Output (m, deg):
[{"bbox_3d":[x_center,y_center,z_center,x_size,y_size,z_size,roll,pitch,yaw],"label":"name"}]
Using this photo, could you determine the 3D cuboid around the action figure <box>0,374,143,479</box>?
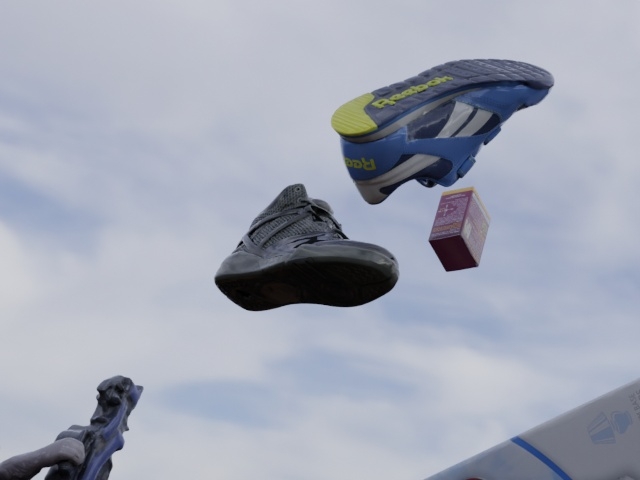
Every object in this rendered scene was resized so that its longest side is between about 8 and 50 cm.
[{"bbox_3d":[-0.313,0.225,1.544,0.178,0.341,0.330,-8,-56,30],"label":"action figure"}]

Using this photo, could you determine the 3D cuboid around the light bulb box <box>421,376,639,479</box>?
[{"bbox_3d":[0.322,0.379,1.878,0.361,0.358,0.225,-30,-17,24],"label":"light bulb box"}]

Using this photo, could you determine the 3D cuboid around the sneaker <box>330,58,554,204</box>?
[{"bbox_3d":[0.072,-0.066,0.950,0.144,0.059,0.053,-21,25,-22],"label":"sneaker"}]

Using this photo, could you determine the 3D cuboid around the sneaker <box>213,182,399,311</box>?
[{"bbox_3d":[0.000,0.000,1.617,0.087,0.130,0.227,42,-29,-29],"label":"sneaker"}]

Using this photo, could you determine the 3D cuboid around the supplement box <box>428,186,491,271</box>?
[{"bbox_3d":[0.160,-0.013,1.885,0.043,0.083,0.055,-10,-51,28],"label":"supplement box"}]
